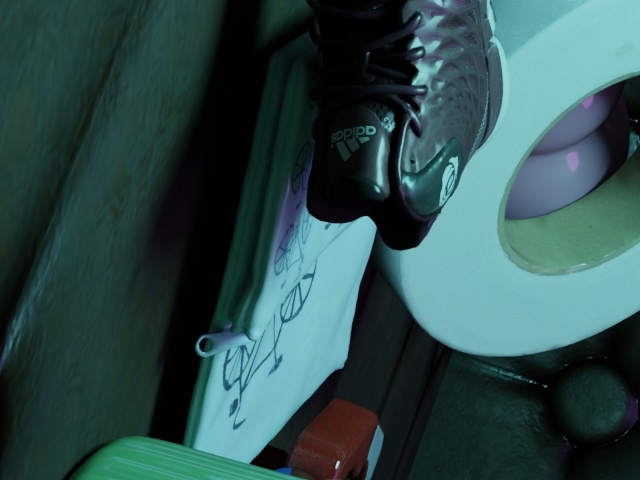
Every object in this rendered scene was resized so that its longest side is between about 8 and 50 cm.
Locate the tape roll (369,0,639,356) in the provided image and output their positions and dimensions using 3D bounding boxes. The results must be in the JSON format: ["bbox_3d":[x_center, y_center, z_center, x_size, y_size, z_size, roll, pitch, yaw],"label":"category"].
[{"bbox_3d":[0.213,-0.072,1.383,0.392,0.072,0.392,-19,138,-19],"label":"tape roll"}]

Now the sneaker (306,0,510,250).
[{"bbox_3d":[0.032,-0.105,0.890,0.281,0.106,0.162,68,33,-43],"label":"sneaker"}]

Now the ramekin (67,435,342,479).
[{"bbox_3d":[-0.089,0.254,0.946,0.303,0.148,0.303,19,90,-80],"label":"ramekin"}]

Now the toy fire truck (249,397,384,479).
[{"bbox_3d":[-0.025,0.256,1.226,0.254,0.169,0.302,71,41,-75],"label":"toy fire truck"}]

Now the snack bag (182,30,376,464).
[{"bbox_3d":[0.000,0.000,1.135,0.323,0.037,0.343,-43,151,-63],"label":"snack bag"}]

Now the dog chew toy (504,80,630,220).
[{"bbox_3d":[0.171,-0.144,1.484,0.332,0.206,0.207,89,22,-54],"label":"dog chew toy"}]
